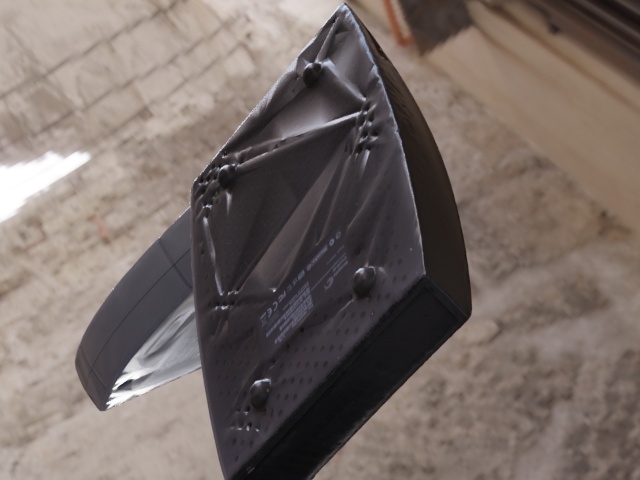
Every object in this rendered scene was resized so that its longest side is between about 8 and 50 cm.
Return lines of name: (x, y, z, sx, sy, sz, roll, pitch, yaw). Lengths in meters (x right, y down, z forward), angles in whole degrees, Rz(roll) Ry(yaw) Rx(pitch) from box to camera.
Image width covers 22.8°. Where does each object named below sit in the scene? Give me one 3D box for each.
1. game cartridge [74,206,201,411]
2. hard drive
game cartridge: (-0.081, 0.033, 1.257, 0.196, 0.060, 0.294, -27, -14, -41)
hard drive: (0.000, 0.000, 0.841, 0.054, 0.255, 0.172, 28, -63, -27)
